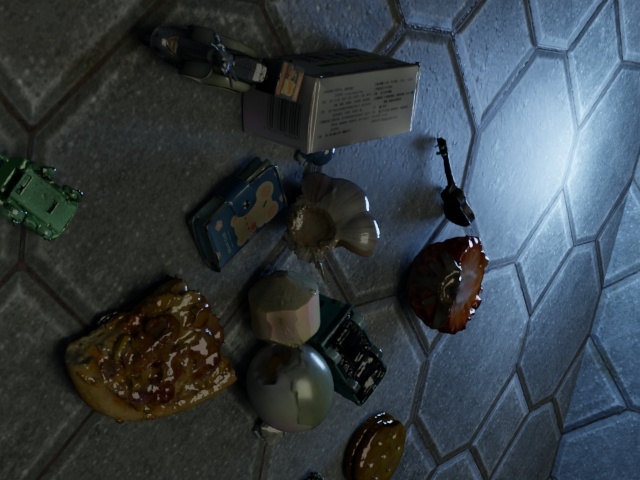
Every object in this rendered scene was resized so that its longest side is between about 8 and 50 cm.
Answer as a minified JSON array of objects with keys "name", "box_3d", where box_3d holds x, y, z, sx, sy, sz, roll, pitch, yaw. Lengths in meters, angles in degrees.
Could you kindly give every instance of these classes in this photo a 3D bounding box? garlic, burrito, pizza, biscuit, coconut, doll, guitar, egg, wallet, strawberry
[{"name":"garlic","box_3d":[0.000,0.000,1.730,0.207,0.207,0.257,-18,135,-47]},{"name":"burrito","box_3d":[-0.065,0.394,1.943,0.203,0.064,0.064,-32,131,-39]},{"name":"pizza","box_3d":[-0.279,0.203,1.529,0.409,0.114,0.278,28,90,-57]},{"name":"biscuit","box_3d":[0.150,0.572,2.309,0.220,0.066,0.221,-27,127,-43]},{"name":"coconut","box_3d":[-0.073,0.129,1.728,0.147,0.147,0.153,-36,136,-37]},{"name":"doll","box_3d":[-0.008,-0.181,1.730,0.083,0.050,0.076,7,106,-55]},{"name":"guitar","box_3d":[0.331,-0.146,2.178,0.038,0.083,0.271,-45,132,-26]},{"name":"egg","box_3d":[-0.058,0.317,1.802,0.183,0.183,0.217,-48,131,-26]},{"name":"wallet","box_3d":[-0.152,-0.054,1.598,0.202,0.059,0.141,-45,145,-26]},{"name":"strawberry","box_3d":[0.335,0.107,2.259,0.336,0.149,0.265,-4,104,-63]}]

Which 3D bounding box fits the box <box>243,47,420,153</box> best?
[{"name":"box","box_3d":[0.029,-0.274,1.620,0.332,0.173,0.145,-19,124,-46]}]

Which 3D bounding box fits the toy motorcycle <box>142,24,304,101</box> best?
[{"name":"toy motorcycle","box_3d":[-0.161,-0.291,1.379,0.263,0.157,0.091,6,101,-55]}]

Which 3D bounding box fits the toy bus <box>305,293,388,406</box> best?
[{"name":"toy bus","box_3d":[0.042,0.247,1.930,0.128,0.147,0.256,-50,136,-22]}]

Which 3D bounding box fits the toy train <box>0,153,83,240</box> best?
[{"name":"toy train","box_3d":[-0.421,-0.065,1.230,0.099,0.081,0.149,-60,149,-11]}]

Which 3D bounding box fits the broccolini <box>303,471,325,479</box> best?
[{"name":"broccolini","box_3d":[-0.127,0.689,2.032,0.392,0.079,0.074,-30,141,-32]}]
